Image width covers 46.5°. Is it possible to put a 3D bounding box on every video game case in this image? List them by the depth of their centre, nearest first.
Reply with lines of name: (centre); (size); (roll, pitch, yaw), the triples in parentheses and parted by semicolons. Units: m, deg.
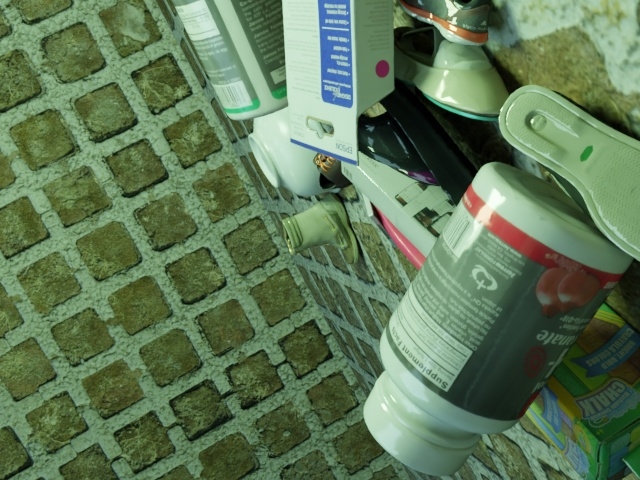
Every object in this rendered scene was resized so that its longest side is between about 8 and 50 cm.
video game case: (0.114, -0.050, 1.443); (0.122, 0.011, 0.087); (47, -155, -48)

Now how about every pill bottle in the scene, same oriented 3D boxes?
pill bottle: (0.173, 0.092, 0.801); (0.176, 0.318, 0.176); (24, -158, -10)
pill bottle: (-0.151, -0.420, 1.355); (0.361, 0.204, 0.204); (66, 168, -26)

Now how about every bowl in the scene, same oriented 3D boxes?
bowl: (-0.080, -0.217, 1.764); (0.298, 0.134, 0.298); (57, 169, 18)

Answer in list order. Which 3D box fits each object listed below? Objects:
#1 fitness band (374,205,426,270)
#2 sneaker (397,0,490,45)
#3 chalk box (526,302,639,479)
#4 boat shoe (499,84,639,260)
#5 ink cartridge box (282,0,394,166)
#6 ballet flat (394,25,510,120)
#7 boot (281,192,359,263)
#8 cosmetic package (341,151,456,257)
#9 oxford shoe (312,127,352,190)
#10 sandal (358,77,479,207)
fitness band: (0.173, -0.036, 1.278); (0.291, 0.054, 0.209); (51, 163, 41)
sneaker: (0.140, -0.270, 0.820); (0.158, 0.061, 0.065); (50, 138, 42)
chalk box: (0.334, 0.190, 0.867); (0.213, 0.132, 0.132); (50, 165, 42)
boat shoe: (0.273, -0.060, 0.699); (0.233, 0.084, 0.079); (49, -158, 24)
ink cartridge box: (0.016, -0.288, 0.895); (0.176, 0.069, 0.371); (29, 124, 55)
ballet flat: (0.144, -0.208, 0.878); (0.248, 0.086, 0.086); (46, 162, 58)
boot: (0.000, 0.000, 1.869); (0.077, 0.165, 0.213); (47, 163, 54)
cosmetic package: (0.140, -0.071, 1.118); (0.239, 0.099, 0.060); (47, 159, 29)
oxford shoe: (0.041, -0.161, 1.418); (0.097, 0.098, 0.271); (57, 169, 18)
sandal: (0.109, -0.127, 1.000); (0.445, 0.107, 0.167); (56, -162, 24)
